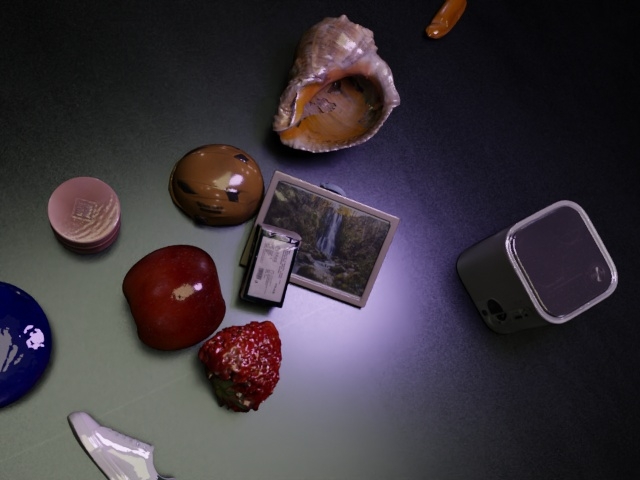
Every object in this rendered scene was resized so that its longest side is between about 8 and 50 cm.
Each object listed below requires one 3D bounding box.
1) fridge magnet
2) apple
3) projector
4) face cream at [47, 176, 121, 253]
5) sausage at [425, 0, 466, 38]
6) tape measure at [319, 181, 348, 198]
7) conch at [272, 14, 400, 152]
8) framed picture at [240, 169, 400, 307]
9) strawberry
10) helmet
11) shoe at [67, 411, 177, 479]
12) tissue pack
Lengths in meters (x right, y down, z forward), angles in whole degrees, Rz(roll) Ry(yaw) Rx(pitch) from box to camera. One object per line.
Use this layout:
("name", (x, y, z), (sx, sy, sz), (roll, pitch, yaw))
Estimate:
("fridge magnet", (-0.679, 0.210, 1.389), (0.265, 0.112, 0.266), (4, 74, -15))
("apple", (-0.304, 0.119, 1.464), (0.201, 0.218, 0.218), (-18, 81, -15))
("projector", (0.519, 0.073, 1.688), (0.248, 0.249, 0.249), (-25, 85, -20))
("face cream", (-0.512, -0.053, 1.510), (0.149, 0.104, 0.149), (4, 74, -15))
("sausage", (0.353, -0.621, 1.933), (0.062, 0.054, 0.183), (24, 69, 26))
("tape measure", (0.022, -0.094, 1.675), (0.091, 0.094, 0.054), (35, 56, -5))
("conch", (0.037, -0.362, 1.705), (0.297, 0.210, 0.352), (39, 96, 6))
("framed picture", (0.000, 0.000, 1.631), (0.324, 0.020, 0.241), (22, 97, -9))
("strawberry", (-0.159, 0.259, 1.493), (0.187, 0.184, 0.201), (47, 59, -4))
("helmet", (-0.234, -0.141, 1.601), (0.224, 0.130, 0.198), (16, 69, -10))
("shoe", (-0.403, 0.439, 1.421), (0.110, 0.095, 0.265), (-36, 93, -27))
("tissue pack", (-0.114, 0.056, 1.572), (0.103, 0.090, 0.170), (15, 99, -10))
